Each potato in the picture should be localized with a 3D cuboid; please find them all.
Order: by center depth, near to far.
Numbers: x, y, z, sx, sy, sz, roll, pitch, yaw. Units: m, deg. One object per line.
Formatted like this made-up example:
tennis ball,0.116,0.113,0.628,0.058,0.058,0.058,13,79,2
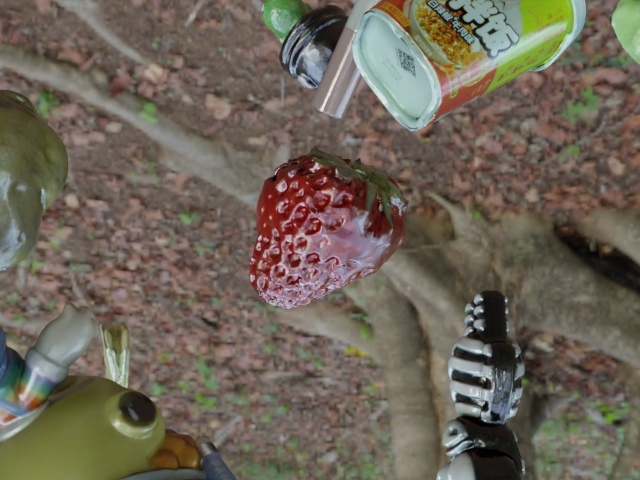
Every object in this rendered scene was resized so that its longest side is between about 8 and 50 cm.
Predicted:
potato,-0.336,-0.062,0.906,0.137,0.200,0.154,3,138,15

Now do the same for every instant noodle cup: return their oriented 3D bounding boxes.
instant noodle cup,0.236,-0.356,1.586,0.308,0.294,0.294,-35,161,-18

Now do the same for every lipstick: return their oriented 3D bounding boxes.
lipstick,0.063,-0.356,1.744,0.070,0.070,0.254,16,107,-30

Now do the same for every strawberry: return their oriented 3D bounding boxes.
strawberry,0.000,0.000,1.891,0.295,0.345,0.317,30,-165,8

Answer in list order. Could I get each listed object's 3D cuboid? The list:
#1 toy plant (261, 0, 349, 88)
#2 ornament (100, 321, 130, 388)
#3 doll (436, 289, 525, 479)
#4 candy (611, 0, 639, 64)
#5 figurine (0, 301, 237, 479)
toy plant,-0.024,-0.434,1.974,0.175,0.235,0.218,-44,163,9
ornament,-0.347,0.230,1.570,0.059,0.201,0.180,-1,-172,-18
doll,0.128,0.149,0.733,0.067,0.219,0.091,5,161,-8
candy,0.603,-0.315,1.492,0.344,0.132,0.142,13,134,-44
figurine,-0.254,0.174,0.774,0.382,0.205,0.224,43,121,-3
